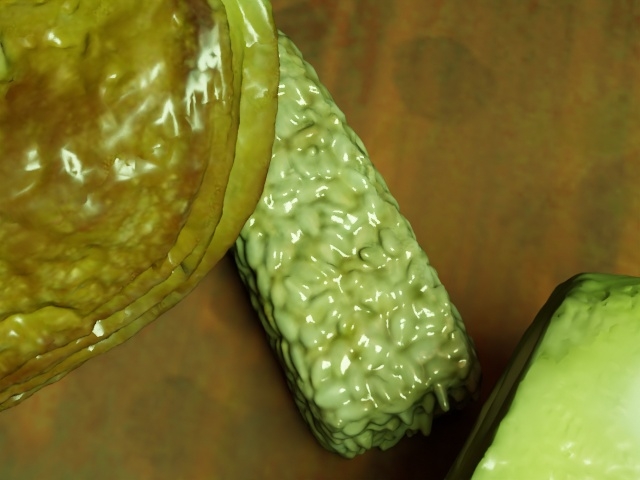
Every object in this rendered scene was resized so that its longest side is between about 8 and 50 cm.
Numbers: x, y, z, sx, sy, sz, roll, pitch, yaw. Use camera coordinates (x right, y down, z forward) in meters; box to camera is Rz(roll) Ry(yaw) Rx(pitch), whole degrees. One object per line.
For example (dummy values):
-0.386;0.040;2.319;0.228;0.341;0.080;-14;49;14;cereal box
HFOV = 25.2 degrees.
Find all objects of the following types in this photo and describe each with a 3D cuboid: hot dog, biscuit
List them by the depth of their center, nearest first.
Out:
-0.132;-0.030;0.514;0.259;0.114;0.175;-23;67;4;hot dog
0.000;0.000;0.544;0.070;0.082;0.169;-25;75;-8;biscuit

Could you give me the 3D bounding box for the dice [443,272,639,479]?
0.110;0.125;0.448;0.169;0.169;0.166;29;65;6;dice
